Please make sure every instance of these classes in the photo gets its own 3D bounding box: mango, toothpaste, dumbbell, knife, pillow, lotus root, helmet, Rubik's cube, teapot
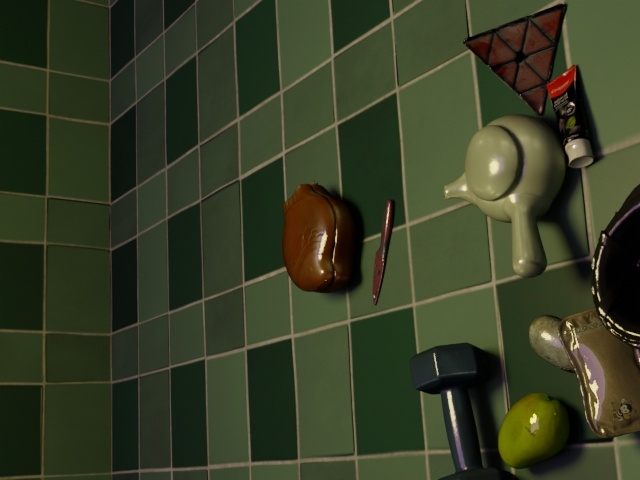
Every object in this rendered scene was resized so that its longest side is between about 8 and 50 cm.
[{"bbox_3d":[0.378,0.340,1.716,0.163,0.089,0.117,-42,52,46],"label":"mango"},{"bbox_3d":[0.454,-0.224,1.735,0.071,0.045,0.194,-34,52,46],"label":"toothpaste"},{"bbox_3d":[0.271,0.363,1.828,0.160,0.144,0.325,-35,58,51],"label":"dumbbell"},{"bbox_3d":[0.139,0.027,2.188,0.035,0.018,0.247,19,102,53],"label":"knife"},{"bbox_3d":[0.482,0.216,1.588,0.130,0.033,0.218,-17,67,13],"label":"pillow"},{"bbox_3d":[0.431,0.187,1.673,0.165,0.088,0.088,32,112,41],"label":"lotus root"},{"bbox_3d":[0.549,0.042,1.443,0.230,0.160,0.279,19,89,56],"label":"helmet"},{"bbox_3d":[0.337,-0.371,1.854,0.178,0.190,0.211,-151,74,-72],"label":"Rubik's cube"},{"bbox_3d":[0.369,-0.100,1.743,0.318,0.149,0.220,53,129,47],"label":"teapot"}]

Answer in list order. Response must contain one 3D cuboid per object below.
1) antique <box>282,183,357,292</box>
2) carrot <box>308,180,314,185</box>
[{"bbox_3d":[0.000,0.000,2.300,0.223,0.129,0.278,-52,45,40],"label":"antique"},{"bbox_3d":[-0.045,-0.044,2.451,0.057,0.057,0.224,15,94,56],"label":"carrot"}]
